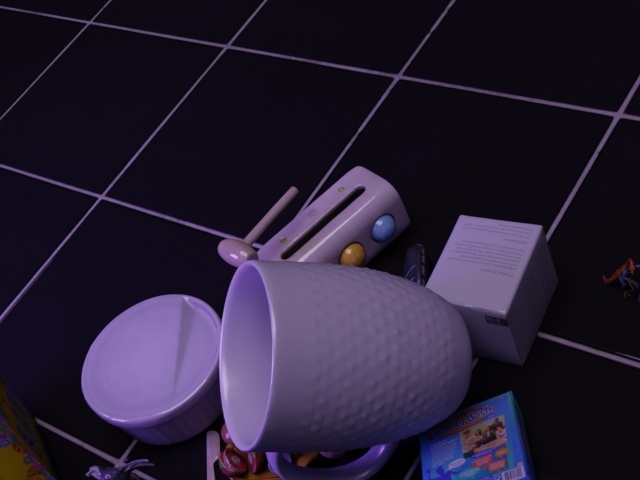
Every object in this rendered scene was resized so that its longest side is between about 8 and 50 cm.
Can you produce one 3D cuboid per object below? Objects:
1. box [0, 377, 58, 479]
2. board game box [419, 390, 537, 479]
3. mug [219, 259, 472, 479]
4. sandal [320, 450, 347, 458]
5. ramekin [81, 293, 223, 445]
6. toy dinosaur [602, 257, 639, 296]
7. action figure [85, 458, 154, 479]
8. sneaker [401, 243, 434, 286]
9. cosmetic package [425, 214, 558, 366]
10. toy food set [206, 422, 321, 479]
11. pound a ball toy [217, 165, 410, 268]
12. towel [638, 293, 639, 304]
[{"bbox_3d":[-0.639,0.389,1.836,0.290,0.177,0.279,-37,27,-9],"label":"box"},{"bbox_3d":[0.229,0.324,1.575,0.160,0.047,0.210,-24,24,14],"label":"board game box"},{"bbox_3d":[0.034,0.216,1.605,0.328,0.374,0.276,3,24,-20],"label":"mug"},{"bbox_3d":[0.039,0.235,1.762,0.088,0.079,0.240,10,54,-3],"label":"sandal"},{"bbox_3d":[-0.272,0.237,1.889,0.273,0.127,0.273,-13,46,14],"label":"ramekin"},{"bbox_3d":[0.491,0.056,1.727,0.090,0.082,0.047,5,54,29],"label":"toy dinosaur"},{"bbox_3d":[-0.392,0.453,1.733,0.141,0.164,0.276,32,74,6],"label":"action figure"},{"bbox_3d":[0.142,0.117,1.823,0.106,0.101,0.267,-10,47,20],"label":"sneaker"},{"bbox_3d":[0.281,0.080,1.754,0.151,0.151,0.184,10,55,32],"label":"cosmetic package"},{"bbox_3d":[-0.106,0.337,1.763,0.218,0.071,0.128,-11,47,16],"label":"toy food set"},{"bbox_3d":[0.000,0.000,1.916,0.319,0.208,0.136,-41,46,-14],"label":"pound a ball toy"},{"bbox_3d":[0.571,0.093,1.695,0.119,0.029,0.067,19,61,35],"label":"towel"}]
